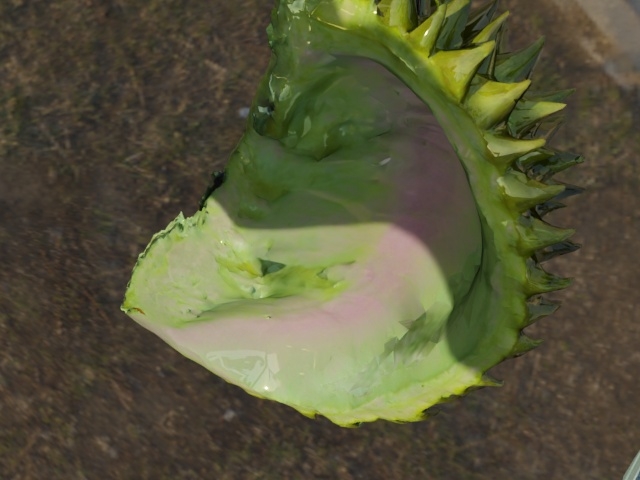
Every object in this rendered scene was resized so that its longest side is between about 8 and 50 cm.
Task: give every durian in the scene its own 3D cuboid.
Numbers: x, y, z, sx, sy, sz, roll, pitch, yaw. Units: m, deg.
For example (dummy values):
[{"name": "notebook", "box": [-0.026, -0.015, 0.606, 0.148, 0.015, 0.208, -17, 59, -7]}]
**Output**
[{"name": "durian", "box": [0.009, -0.002, 0.548, 0.170, 0.355, 0.157, 1, 61, -19]}]

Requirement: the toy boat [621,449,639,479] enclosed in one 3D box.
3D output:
[{"name": "toy boat", "box": [0.229, 0.205, 0.847, 0.291, 0.067, 0.220, -48, 151, -25]}]
